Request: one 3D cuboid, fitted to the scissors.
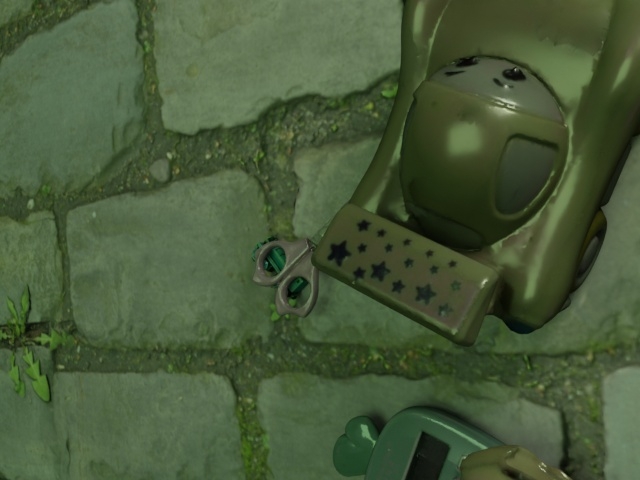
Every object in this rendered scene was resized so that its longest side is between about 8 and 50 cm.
[{"bbox_3d":[0.000,0.000,0.876,0.212,0.021,0.110,-47,66,20],"label":"scissors"}]

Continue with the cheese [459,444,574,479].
[{"bbox_3d":[0.163,0.341,0.718,0.163,0.082,0.286,37,113,25],"label":"cheese"}]

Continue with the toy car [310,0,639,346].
[{"bbox_3d":[0.152,-0.099,0.651,0.242,0.226,0.336,27,109,31],"label":"toy car"}]

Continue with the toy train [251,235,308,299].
[{"bbox_3d":[-0.053,0.034,0.932,0.045,0.029,0.092,-45,66,21],"label":"toy train"}]

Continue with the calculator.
[{"bbox_3d":[0.143,0.288,0.799,0.298,0.041,0.186,24,106,30],"label":"calculator"}]
